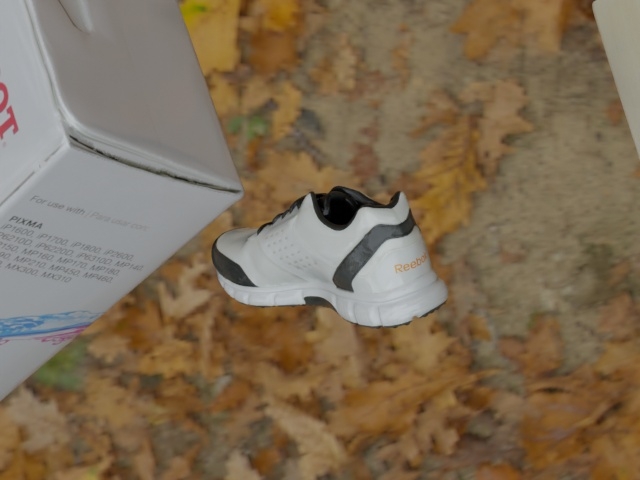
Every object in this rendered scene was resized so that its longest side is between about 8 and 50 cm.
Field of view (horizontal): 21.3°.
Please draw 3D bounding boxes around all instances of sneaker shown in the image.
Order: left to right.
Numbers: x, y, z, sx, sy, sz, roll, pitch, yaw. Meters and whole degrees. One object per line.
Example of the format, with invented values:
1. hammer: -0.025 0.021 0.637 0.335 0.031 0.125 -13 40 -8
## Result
1. sneaker: 0.000 0.000 0.579 0.109 0.040 0.043 5 116 49

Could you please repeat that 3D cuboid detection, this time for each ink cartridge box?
1. ink cartridge box: -0.211 -0.038 0.930 0.306 0.131 0.226 -37 57 27

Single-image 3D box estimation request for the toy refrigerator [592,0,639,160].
1. toy refrigerator: 0.302 -0.070 1.262 0.094 0.102 0.269 160 93 -71
